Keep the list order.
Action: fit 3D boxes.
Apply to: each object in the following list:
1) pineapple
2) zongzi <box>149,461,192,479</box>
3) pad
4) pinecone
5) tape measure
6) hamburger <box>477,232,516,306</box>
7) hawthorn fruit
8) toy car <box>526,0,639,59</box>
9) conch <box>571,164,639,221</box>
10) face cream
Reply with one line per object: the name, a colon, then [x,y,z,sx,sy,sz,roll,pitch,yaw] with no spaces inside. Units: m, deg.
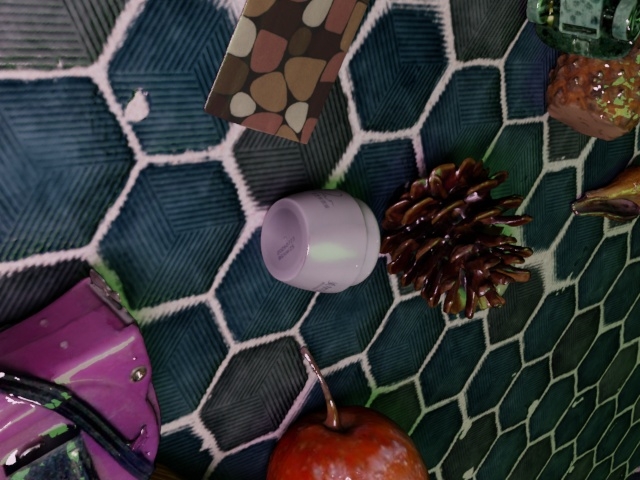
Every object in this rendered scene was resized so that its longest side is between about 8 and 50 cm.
pineapple: [0.430,-0.296,1.163,0.310,0.141,0.170,-63,166,-4]
zongzi: [-0.101,0.347,0.952,0.286,0.288,0.134,63,29,-46]
pad: [-0.019,-0.218,0.838,0.158,0.003,0.235,9,110,-49]
pinecone: [0.181,0.002,1.059,0.207,0.207,0.208,-27,134,-32]
tape measure: [-0.259,0.178,0.755,0.231,0.149,0.245,-33,137,-27]
hamburger: [0.246,0.041,1.260,0.133,0.062,0.140,-57,140,0]
hawthorn fruit: [0.035,0.337,1.110,0.231,0.235,0.263,-52,149,-17]
toy car: [0.338,-0.372,1.002,0.125,0.136,0.306,-45,142,-34]
conch: [0.540,-0.081,1.474,0.232,0.080,0.086,-25,102,-7]
face cream: [0.000,0.000,0.927,0.104,0.117,0.117,3,115,-39]
